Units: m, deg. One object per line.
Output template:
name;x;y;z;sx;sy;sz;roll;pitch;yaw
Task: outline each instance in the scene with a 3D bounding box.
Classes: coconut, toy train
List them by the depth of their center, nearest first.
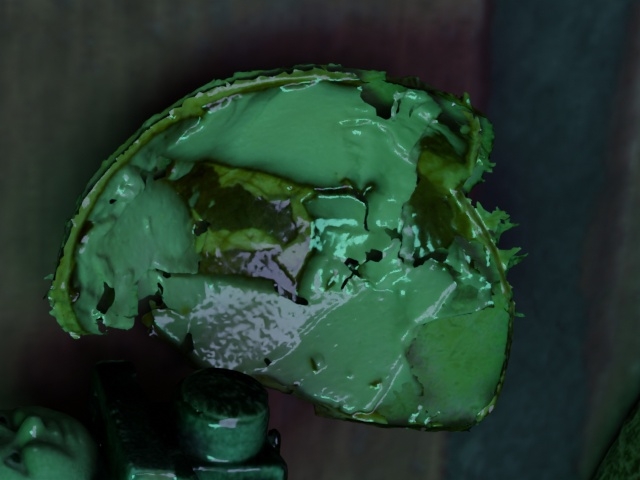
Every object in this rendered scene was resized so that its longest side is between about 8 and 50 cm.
toy train;-0.073;0.131;0.472;0.132;0.083;0.200;1;115;-21
coconut;-0.001;0.001;0.480;0.158;0.055;0.133;34;95;-24

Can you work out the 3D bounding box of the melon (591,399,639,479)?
melon;0.144;0.102;0.571;0.098;0.054;0.182;-1;106;-25
